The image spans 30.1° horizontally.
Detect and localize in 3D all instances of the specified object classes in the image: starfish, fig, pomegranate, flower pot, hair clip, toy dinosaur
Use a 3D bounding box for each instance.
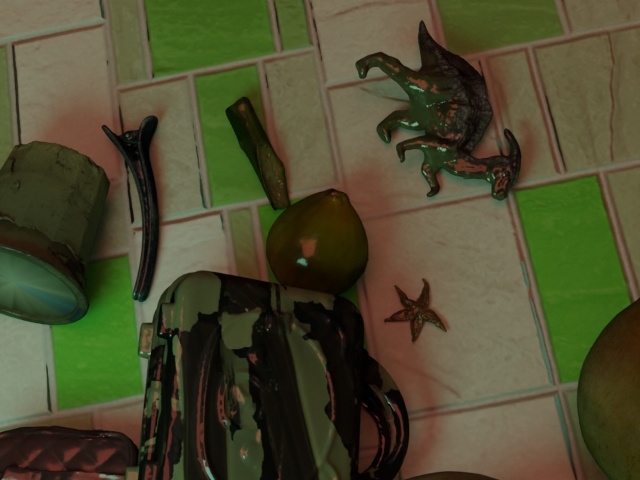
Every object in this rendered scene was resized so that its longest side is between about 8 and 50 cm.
[{"bbox_3d":[0.134,0.094,1.600,0.086,0.016,0.092,16,69,11],"label":"starfish"},{"bbox_3d":[-0.005,0.009,1.590,0.136,0.121,0.153,13,55,-27],"label":"fig"},{"bbox_3d":[0.453,0.182,1.391,0.319,0.319,0.319,-2,68,6],"label":"pomegranate"},{"bbox_3d":[-0.389,-0.022,1.617,0.212,0.212,0.203,9,63,10],"label":"flower pot"},{"bbox_3d":[-0.256,-0.047,1.688,0.083,0.048,0.275,-10,69,-1],"label":"hair clip"},{"bbox_3d":[0.165,-0.173,1.671,0.162,0.077,0.294,-24,82,-7],"label":"toy dinosaur"}]

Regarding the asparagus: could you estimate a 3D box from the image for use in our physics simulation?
[{"bbox_3d":[-0.086,-0.124,1.698,0.045,0.041,0.178,-28,69,5],"label":"asparagus"}]

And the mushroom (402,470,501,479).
[{"bbox_3d":[0.160,0.431,1.287,0.362,0.294,0.362,7,73,-23],"label":"mushroom"}]

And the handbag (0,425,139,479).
[{"bbox_3d":[-0.323,0.319,1.505,0.225,0.135,0.146,2,64,9],"label":"handbag"}]

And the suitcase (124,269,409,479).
[{"bbox_3d":[-0.061,0.229,1.473,0.339,0.194,0.352,10,68,-19],"label":"suitcase"}]
